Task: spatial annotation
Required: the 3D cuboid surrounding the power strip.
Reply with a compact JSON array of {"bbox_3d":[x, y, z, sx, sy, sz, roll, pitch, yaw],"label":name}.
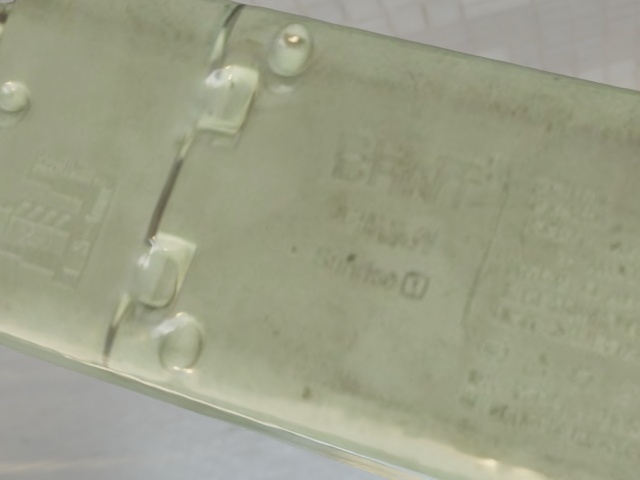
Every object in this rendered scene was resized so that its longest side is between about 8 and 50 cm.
[{"bbox_3d":[0.000,0.000,0.362,0.288,0.093,0.053,16,170,26],"label":"power strip"}]
